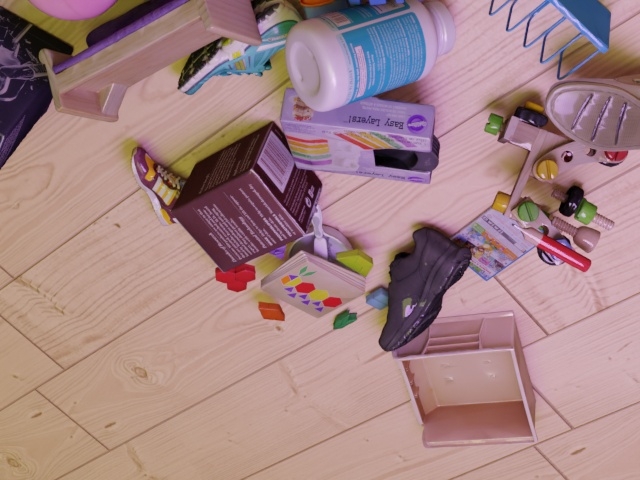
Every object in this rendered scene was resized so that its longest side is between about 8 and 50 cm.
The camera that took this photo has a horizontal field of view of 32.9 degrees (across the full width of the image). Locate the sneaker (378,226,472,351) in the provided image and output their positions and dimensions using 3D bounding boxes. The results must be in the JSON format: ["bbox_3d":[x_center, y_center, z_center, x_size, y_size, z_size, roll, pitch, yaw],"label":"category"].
[{"bbox_3d":[0.181,0.094,2.117,0.130,0.109,0.286,40,119,19],"label":"sneaker"}]

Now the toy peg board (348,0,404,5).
[{"bbox_3d":[0.112,-0.423,1.710,0.161,0.160,0.079,-1,142,15],"label":"toy peg board"}]

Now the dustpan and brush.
[{"bbox_3d":[0.000,0.000,2.119,0.147,0.060,0.211,5,128,10],"label":"dustpan and brush"}]

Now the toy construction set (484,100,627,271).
[{"bbox_3d":[0.360,-0.092,1.822,0.237,0.309,0.257,28,121,-2],"label":"toy construction set"}]

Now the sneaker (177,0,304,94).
[{"bbox_3d":[-0.141,-0.319,1.887,0.275,0.107,0.110,-25,130,32],"label":"sneaker"}]

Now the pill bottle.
[{"bbox_3d":[0.086,-0.309,1.737,0.264,0.146,0.146,-21,133,-25],"label":"pill bottle"}]

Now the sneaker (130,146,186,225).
[{"bbox_3d":[-0.302,-0.113,2.111,0.084,0.069,0.185,-15,129,13],"label":"sneaker"}]

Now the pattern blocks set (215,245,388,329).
[{"bbox_3d":[-0.018,0.087,2.151,0.285,0.026,0.325,-24,139,27],"label":"pattern blocks set"}]

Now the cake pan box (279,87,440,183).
[{"bbox_3d":[0.076,-0.177,1.878,0.267,0.070,0.246,8,168,6],"label":"cake pan box"}]

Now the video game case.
[{"bbox_3d":[0.334,-0.002,2.064,0.119,0.015,0.166,38,126,-16],"label":"video game case"}]

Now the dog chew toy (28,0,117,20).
[{"bbox_3d":[-0.333,-0.486,1.748,0.332,0.206,0.206,-17,122,15],"label":"dog chew toy"}]

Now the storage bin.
[{"bbox_3d":[0.297,0.291,2.232,0.260,0.123,0.262,-8,125,19],"label":"storage bin"}]

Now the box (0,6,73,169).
[{"bbox_3d":[-0.667,-0.289,1.902,0.343,0.312,0.179,29,128,-10],"label":"box"}]

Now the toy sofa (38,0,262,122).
[{"bbox_3d":[-0.292,-0.349,1.813,0.362,0.150,0.177,-21,78,28],"label":"toy sofa"}]

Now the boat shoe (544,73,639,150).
[{"bbox_3d":[0.502,-0.212,1.767,0.302,0.103,0.113,11,125,-11],"label":"boat shoe"}]

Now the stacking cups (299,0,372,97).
[{"bbox_3d":[0.016,-0.382,1.813,0.096,0.096,0.316,-5,121,18],"label":"stacking cups"}]

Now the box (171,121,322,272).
[{"bbox_3d":[-0.134,-0.079,2.022,0.203,0.168,0.167,-25,118,30],"label":"box"}]

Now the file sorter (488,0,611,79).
[{"bbox_3d":[0.362,-0.357,1.716,0.170,0.118,0.104,39,129,-17],"label":"file sorter"}]
